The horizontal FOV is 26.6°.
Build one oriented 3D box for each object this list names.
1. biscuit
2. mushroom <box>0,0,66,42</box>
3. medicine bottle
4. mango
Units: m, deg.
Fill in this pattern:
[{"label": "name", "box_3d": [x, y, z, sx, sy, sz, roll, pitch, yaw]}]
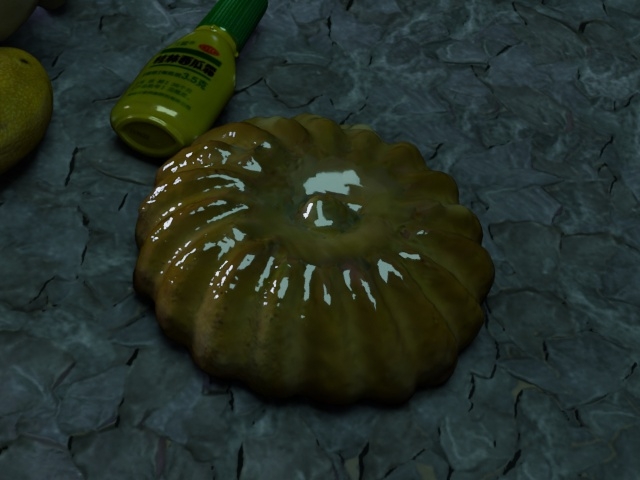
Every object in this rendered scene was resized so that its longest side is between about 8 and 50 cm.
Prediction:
[{"label": "biscuit", "box_3d": [0.000, 0.000, 1.192, 0.326, 0.107, 0.325, 9, 47, -9]}, {"label": "mushroom", "box_3d": [-0.327, -0.282, 1.337, 0.207, 0.207, 0.215, 47, 20, 28]}, {"label": "medicine bottle", "box_3d": [-0.118, -0.178, 1.355, 0.095, 0.064, 0.260, 13, 43, 15]}, {"label": "mango", "box_3d": [-0.343, -0.115, 1.214, 0.157, 0.109, 0.262, 31, 47, 22]}]
